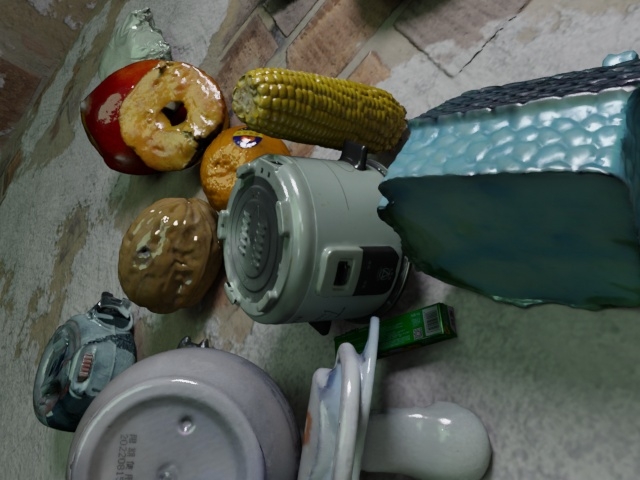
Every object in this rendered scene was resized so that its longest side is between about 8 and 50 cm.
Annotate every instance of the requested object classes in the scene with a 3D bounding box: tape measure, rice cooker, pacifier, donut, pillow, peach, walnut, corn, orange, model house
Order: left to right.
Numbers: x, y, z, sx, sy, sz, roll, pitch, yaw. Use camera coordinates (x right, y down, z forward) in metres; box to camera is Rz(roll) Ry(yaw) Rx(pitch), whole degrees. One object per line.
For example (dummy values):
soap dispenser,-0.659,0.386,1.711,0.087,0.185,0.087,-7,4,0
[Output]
tape measure,-0.535,0.286,1.193,0.256,0.147,0.274,-35,48,29
pillow,-0.592,-0.563,1.686,0.310,0.138,0.283,-44,54,24
peach,-0.452,-0.335,1.412,0.338,0.281,0.281,-36,36,-22
walnut,-0.292,0.030,1.040,0.198,0.198,0.244,31,101,48
donut,-0.331,-0.280,1.218,0.254,0.118,0.253,0,89,3
orange,-0.133,-0.123,0.974,0.178,0.155,0.177,0,88,11
rice cooker,0.000,0.000,0.735,0.241,0.227,0.280,29,113,53
corn,0.008,-0.181,0.756,0.106,0.305,0.106,3,95,45
pacifier,0.084,0.231,0.592,0.208,0.227,0.278,8,89,3
model house,0.230,-0.083,0.585,0.261,0.226,0.241,3,58,42

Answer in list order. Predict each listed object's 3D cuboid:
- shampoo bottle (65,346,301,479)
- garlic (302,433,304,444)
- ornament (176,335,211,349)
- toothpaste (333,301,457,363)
shampoo bottle,-0.159,0.277,0.680,0.273,0.266,0.272,0,75,1
garlic,0.003,0.275,0.734,0.053,0.041,0.083,26,98,36
ornament,-0.199,0.295,0.901,0.236,0.080,0.202,30,95,51
toothpaste,0.096,0.129,0.713,0.179,0.037,0.043,-26,57,35
